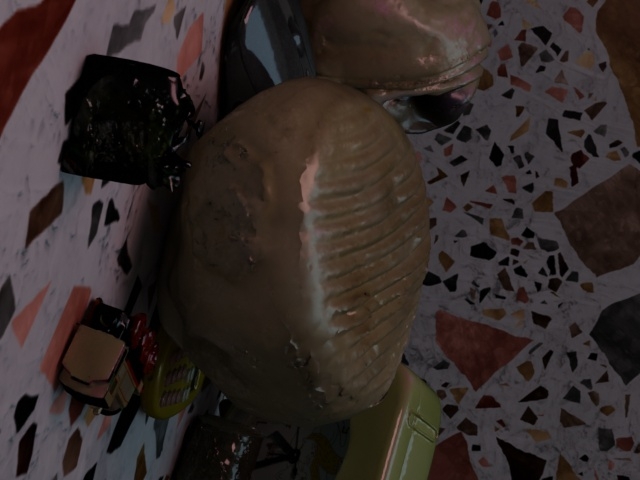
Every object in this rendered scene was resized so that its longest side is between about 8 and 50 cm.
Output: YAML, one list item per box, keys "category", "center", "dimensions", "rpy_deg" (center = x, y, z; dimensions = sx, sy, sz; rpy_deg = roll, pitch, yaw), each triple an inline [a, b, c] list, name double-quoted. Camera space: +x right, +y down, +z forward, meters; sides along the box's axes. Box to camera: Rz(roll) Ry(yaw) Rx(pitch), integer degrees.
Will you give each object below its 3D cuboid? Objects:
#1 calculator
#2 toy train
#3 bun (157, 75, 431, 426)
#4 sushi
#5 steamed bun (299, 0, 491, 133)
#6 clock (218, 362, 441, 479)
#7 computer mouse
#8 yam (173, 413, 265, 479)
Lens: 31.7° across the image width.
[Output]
- category: "calculator"
  center: [-0.151, 0.123, 1.264]
  dimensions: [0.235, 0.032, 0.146]
  rpy_deg: [-26, 131, -79]
- category: "toy train"
  center: [-0.178, 0.106, 0.956]
  dimensions: [0.138, 0.050, 0.087]
  rpy_deg: [92, 19, -66]
- category: "bun"
  center: [-0.028, 0.006, 1.124]
  dimensions: [0.326, 0.234, 0.362]
  rpy_deg: [-54, 143, -35]
- category: "sushi"
  center: [-0.129, -0.083, 0.798]
  dimensions: [0.056, 0.084, 0.083]
  rpy_deg: [-54, 157, -73]
- category: "steamed bun"
  center: [0.085, -0.224, 1.429]
  dimensions: [0.320, 0.275, 0.206]
  rpy_deg: [22, 44, -82]
- category: "clock"
  center: [-0.021, 0.299, 1.528]
  dimensions: [0.117, 0.348, 0.286]
  rpy_deg: [41, 58, -42]
- category: "computer mouse"
  center: [-0.050, -0.186, 1.213]
  dimensions: [0.379, 0.090, 0.167]
  rpy_deg: [95, 11, -47]
- category: "yam"
  center: [-0.143, 0.314, 1.460]
  dimensions: [0.107, 0.107, 0.183]
  rpy_deg: [83, 25, -72]
